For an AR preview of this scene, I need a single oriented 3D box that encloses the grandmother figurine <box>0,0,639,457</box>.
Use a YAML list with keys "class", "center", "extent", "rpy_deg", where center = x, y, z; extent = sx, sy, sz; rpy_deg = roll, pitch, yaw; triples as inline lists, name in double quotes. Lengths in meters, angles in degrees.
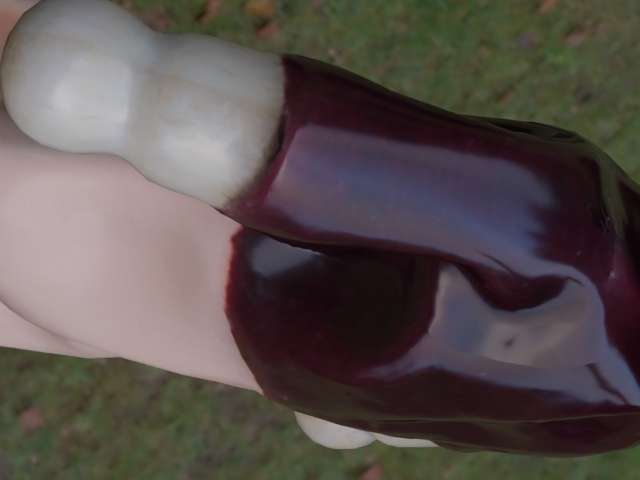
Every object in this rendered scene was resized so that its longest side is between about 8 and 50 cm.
- class: "grandmother figurine"
  center: [0.000, 0.000, 0.403]
  extent: [0.208, 0.342, 0.104]
  rpy_deg: [29, 73, -67]
